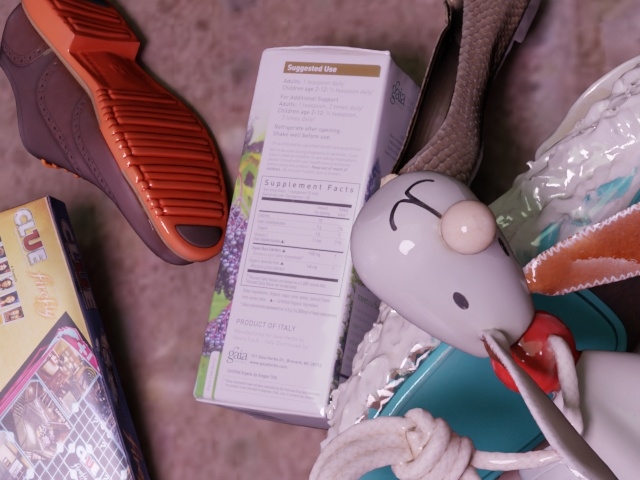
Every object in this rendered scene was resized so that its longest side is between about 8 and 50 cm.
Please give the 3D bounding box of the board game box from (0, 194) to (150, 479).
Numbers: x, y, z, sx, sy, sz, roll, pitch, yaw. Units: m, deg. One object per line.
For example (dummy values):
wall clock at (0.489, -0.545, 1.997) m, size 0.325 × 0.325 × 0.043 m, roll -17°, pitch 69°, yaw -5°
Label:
board game box at (-0.221, 0.111, 0.905) m, size 0.165 × 0.042 × 0.243 m, roll -18°, pitch 82°, yaw 4°

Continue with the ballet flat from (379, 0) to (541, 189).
ballet flat at (0.075, -0.087, 0.825) m, size 0.084 × 0.058 × 0.250 m, roll -28°, pitch 33°, yaw 58°

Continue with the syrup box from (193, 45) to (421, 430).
syrup box at (0.000, 0.000, 0.861) m, size 0.096 × 0.093 × 0.237 m, roll 5°, pitch 78°, yaw 24°

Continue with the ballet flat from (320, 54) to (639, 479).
ballet flat at (0.151, 0.000, 0.798) m, size 0.409 × 0.147 × 0.147 m, roll -43°, pitch 64°, yaw 4°

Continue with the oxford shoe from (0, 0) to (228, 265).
oxford shoe at (-0.155, -0.074, 0.961) m, size 0.098 × 0.097 × 0.271 m, roll -48°, pitch 58°, yaw 27°

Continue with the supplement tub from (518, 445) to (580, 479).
supplement tub at (0.167, 0.167, 0.759) m, size 0.071 × 0.071 × 0.107 m, roll -31°, pitch 66°, yaw 12°

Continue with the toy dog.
toy dog at (0.174, 0.085, 0.642) m, size 0.333 × 0.161 × 0.220 m, roll 18°, pitch 70°, yaw -16°
